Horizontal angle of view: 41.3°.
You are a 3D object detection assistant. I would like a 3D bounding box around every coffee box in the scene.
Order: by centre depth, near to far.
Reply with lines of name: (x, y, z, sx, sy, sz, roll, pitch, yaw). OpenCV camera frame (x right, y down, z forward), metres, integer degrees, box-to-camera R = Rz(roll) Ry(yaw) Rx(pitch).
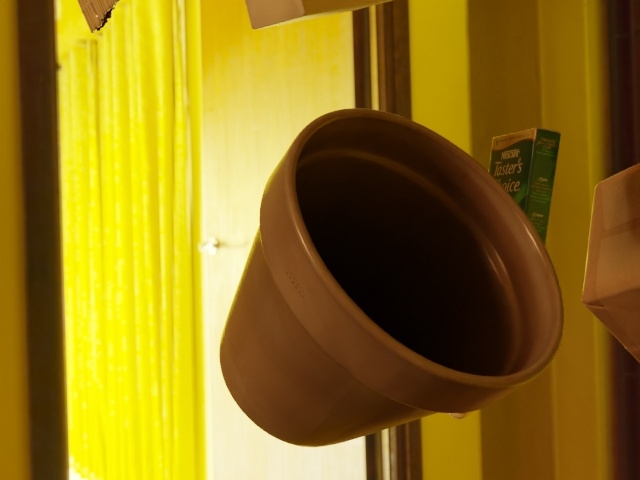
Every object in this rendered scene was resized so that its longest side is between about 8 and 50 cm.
coffee box: (0.253, -0.049, 1.100, 0.041, 0.184, 0.113, 9, 179, -17)

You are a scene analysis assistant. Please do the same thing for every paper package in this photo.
paper package: (0.689, 0.060, 1.713, 0.168, 0.324, 0.309, -23, 125, 42)

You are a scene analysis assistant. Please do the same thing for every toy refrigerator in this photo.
toy refrigerator: (0.008, -0.389, 1.278, 0.102, 0.094, 0.269, -3, -164, 39)

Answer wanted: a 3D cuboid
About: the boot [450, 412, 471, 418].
boot: (0.228, 0.216, 1.323, 0.059, 0.084, 0.158, 15, -161, 15)

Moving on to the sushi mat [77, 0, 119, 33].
sushi mat: (-0.255, -0.367, 0.803, 0.019, 0.316, 0.151, -25, -179, -33)

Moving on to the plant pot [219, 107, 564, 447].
plant pot: (0.037, 0.074, 0.885, 0.323, 0.323, 0.280, -1, 145, -41)
